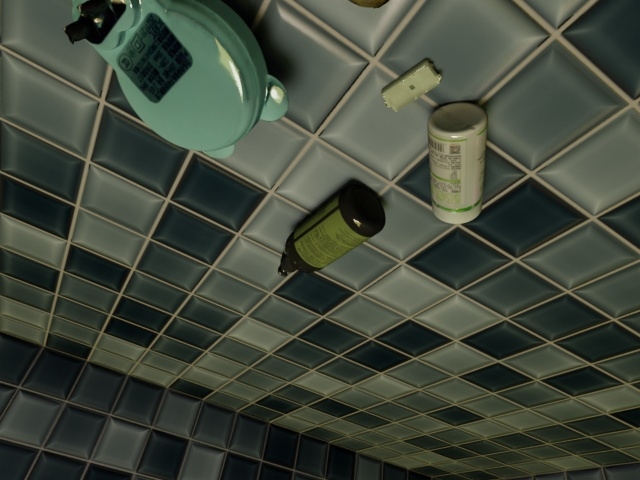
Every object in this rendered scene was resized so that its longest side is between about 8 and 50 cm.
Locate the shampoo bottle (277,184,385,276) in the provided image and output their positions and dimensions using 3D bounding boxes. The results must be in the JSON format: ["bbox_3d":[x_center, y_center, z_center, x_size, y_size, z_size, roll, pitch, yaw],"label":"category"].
[{"bbox_3d":[0.000,0.000,0.862,0.101,0.101,0.284,32,136,-24],"label":"shampoo bottle"}]

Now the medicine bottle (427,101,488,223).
[{"bbox_3d":[0.217,-0.118,0.685,0.086,0.086,0.183,-2,139,15],"label":"medicine bottle"}]

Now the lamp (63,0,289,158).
[{"bbox_3d":[-0.192,-0.243,0.580,0.209,0.147,0.284,-27,136,34],"label":"lamp"}]

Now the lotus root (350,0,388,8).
[{"bbox_3d":[0.027,-0.338,0.469,0.080,0.089,0.179,26,161,46],"label":"lotus root"}]

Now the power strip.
[{"bbox_3d":[0.132,-0.225,0.631,0.090,0.016,0.040,-26,129,37],"label":"power strip"}]
